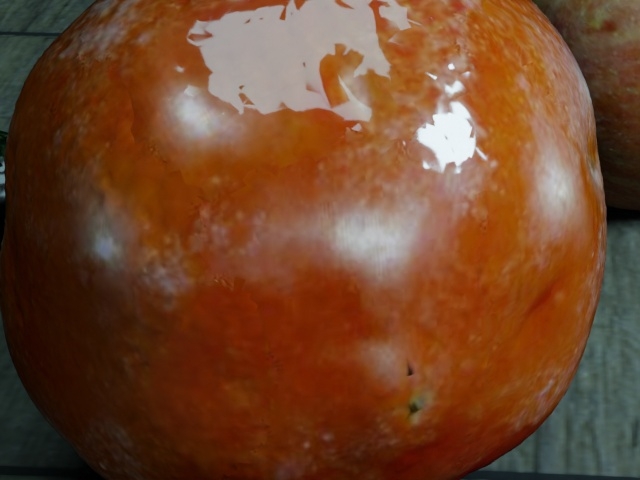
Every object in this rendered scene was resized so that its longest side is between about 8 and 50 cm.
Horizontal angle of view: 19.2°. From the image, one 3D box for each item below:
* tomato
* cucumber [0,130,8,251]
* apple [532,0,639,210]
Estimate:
[{"bbox_3d":[0.000,-0.003,0.677,0.232,0.232,0.188,-13,49,-22],"label":"tomato"},{"bbox_3d":[-0.245,-0.031,0.910,0.304,0.072,0.081,3,69,10],"label":"cucumber"},{"bbox_3d":[0.164,-0.105,0.912,0.174,0.188,0.188,-23,30,-16],"label":"apple"}]
